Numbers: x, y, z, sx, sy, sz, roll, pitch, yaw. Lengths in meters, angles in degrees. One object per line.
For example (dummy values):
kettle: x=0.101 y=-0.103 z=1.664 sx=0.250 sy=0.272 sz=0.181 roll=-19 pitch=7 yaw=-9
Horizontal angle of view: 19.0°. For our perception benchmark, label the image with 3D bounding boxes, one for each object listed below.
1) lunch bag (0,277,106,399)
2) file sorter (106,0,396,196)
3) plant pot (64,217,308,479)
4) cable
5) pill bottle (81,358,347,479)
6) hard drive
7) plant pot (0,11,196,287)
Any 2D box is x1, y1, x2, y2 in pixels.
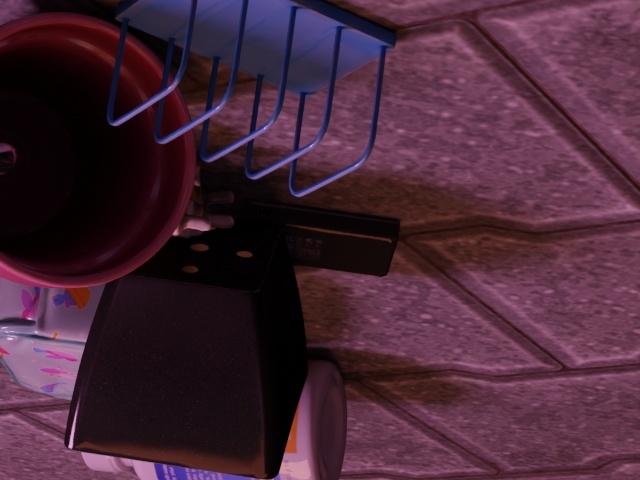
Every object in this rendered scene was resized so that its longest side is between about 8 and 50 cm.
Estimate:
lunch bag: x=-0.180 y=0.099 z=1.911 sx=0.279 sy=0.108 sz=0.224 roll=6 pitch=157 yaw=3
file sorter: x=-0.052 y=-0.114 z=1.367 sx=0.170 sy=0.104 sz=0.118 roll=21 pitch=153 yaw=-29
plant pot: x=-0.108 y=0.077 z=1.664 sx=0.188 sy=0.187 sz=0.167 roll=9 pitch=119 yaw=5
cable: x=-0.220 y=-0.032 z=1.620 sx=0.287 sy=0.072 sz=0.139 roll=-1 pitch=-168 yaw=9
pill bottle: x=-0.118 y=0.200 z=2.078 sx=0.272 sy=0.152 sz=0.152 roll=1 pitch=157 yaw=15
hard drive: x=0.000 y=0.000 z=1.729 sx=0.135 sy=0.022 sz=0.094 roll=8 pitch=157 yaw=-2
plant pot: x=-0.217 y=-0.063 z=1.452 sx=0.201 sy=0.201 sz=0.180 roll=18 pitch=171 yaw=-24
